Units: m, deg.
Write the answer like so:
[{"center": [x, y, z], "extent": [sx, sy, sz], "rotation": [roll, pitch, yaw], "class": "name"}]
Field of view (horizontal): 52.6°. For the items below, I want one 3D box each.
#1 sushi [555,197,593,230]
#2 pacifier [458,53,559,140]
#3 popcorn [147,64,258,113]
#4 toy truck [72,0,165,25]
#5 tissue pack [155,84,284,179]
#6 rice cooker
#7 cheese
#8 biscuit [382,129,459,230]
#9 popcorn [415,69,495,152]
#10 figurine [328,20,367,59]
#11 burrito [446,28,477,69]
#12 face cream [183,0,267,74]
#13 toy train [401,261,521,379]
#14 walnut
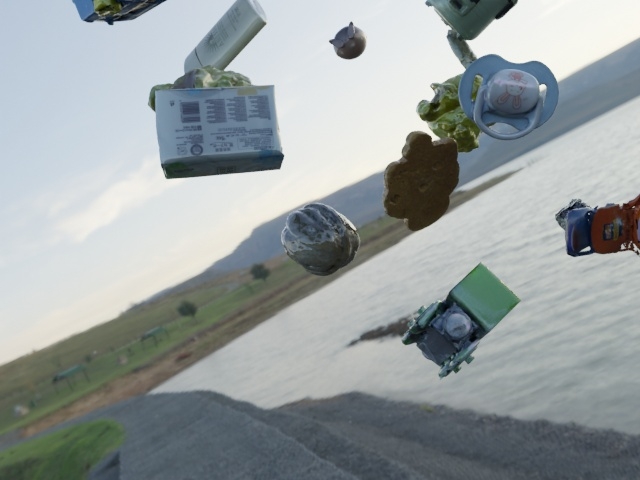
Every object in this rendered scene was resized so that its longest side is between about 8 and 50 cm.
[{"center": [0.635, -0.047, 1.570], "extent": [0.078, 0.090, 0.150], "rotation": [-42, 15, 8], "class": "sushi"}, {"center": [0.541, -0.417, 1.899], "extent": [0.287, 0.239, 0.226], "rotation": [6, 11, 3], "class": "pacifier"}, {"center": [-0.292, -0.340, 1.791], "extent": [0.274, 0.279, 0.335], "rotation": [-28, 24, -29], "class": "popcorn"}, {"center": [-0.348, -0.563, 1.304], "extent": [0.384, 0.161, 0.162], "rotation": [-13, 5, 34], "class": "toy truck"}, {"center": [-0.197, -0.201, 1.264], "extent": [0.229, 0.159, 0.145], "rotation": [-6, -16, -9], "class": "tissue pack"}, {"center": [0.443, -0.720, 1.873], "extent": [0.244, 0.226, 0.226], "rotation": [-43, -6, 17], "class": "rice cooker"}, {"center": [0.617, -0.034, 1.186], "extent": [0.329, 0.217, 0.129], "rotation": [-8, 30, 7], "class": "cheese"}, {"center": [0.300, -0.182, 1.966], "extent": [0.269, 0.051, 0.376], "rotation": [-28, -44, -13], "class": "biscuit"}, {"center": [0.468, -0.437, 2.124], "extent": [0.250, 0.242, 0.235], "rotation": [-44, 15, 3], "class": "popcorn"}, {"center": [0.101, -0.694, 2.263], "extent": [0.125, 0.125, 0.138], "rotation": [-27, -4, 18], "class": "figurine"}, {"center": [0.444, -0.590, 2.008], "extent": [0.058, 0.188, 0.045], "rotation": [-8, -31, -28], "class": "burrito"}, {"center": [-0.323, -0.646, 2.128], "extent": [0.348, 0.174, 0.081], "rotation": [-39, -35, 23], "class": "face cream"}, {"center": [0.343, 0.204, 1.618], "extent": [0.249, 0.173, 0.307], "rotation": [-41, -15, -17], "class": "toy train"}, {"center": [0.000, 0.000, 1.859], "extent": [0.224, 0.224, 0.224], "rotation": [-27, -1, -1], "class": "walnut"}]
